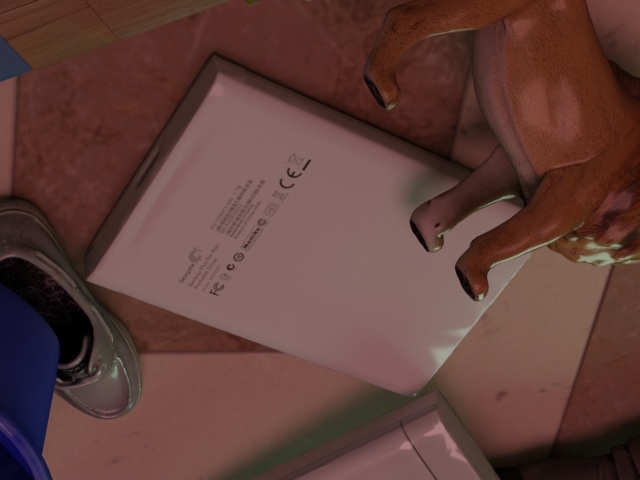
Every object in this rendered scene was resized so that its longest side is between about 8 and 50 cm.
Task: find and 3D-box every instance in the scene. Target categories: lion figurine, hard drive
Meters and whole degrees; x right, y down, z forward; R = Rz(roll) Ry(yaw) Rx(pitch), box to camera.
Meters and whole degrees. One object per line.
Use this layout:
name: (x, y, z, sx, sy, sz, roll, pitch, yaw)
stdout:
lion figurine: (0.150, -0.118, 1.110, 0.240, 0.142, 0.392, -32, 123, -7)
hard drive: (0.000, 0.000, 1.223, 0.307, 0.040, 0.203, 22, 119, -27)
hard drive: (0.008, 0.298, 1.386, 0.353, 0.047, 0.233, -28, 112, 17)

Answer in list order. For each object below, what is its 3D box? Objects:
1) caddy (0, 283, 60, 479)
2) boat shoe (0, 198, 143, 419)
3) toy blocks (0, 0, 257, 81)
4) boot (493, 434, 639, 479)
caddy: (-0.345, 0.133, 1.105, 0.341, 0.179, 0.241, 18, 127, -7)
boat shoe: (-0.201, 0.073, 1.202, 0.079, 0.081, 0.227, -23, 128, 4)
toy blocks: (-0.167, -0.230, 0.818, 0.261, 0.381, 0.191, -18, 149, 14)
boot: (0.280, 0.325, 1.489, 0.223, 0.118, 0.338, -14, 127, -4)
